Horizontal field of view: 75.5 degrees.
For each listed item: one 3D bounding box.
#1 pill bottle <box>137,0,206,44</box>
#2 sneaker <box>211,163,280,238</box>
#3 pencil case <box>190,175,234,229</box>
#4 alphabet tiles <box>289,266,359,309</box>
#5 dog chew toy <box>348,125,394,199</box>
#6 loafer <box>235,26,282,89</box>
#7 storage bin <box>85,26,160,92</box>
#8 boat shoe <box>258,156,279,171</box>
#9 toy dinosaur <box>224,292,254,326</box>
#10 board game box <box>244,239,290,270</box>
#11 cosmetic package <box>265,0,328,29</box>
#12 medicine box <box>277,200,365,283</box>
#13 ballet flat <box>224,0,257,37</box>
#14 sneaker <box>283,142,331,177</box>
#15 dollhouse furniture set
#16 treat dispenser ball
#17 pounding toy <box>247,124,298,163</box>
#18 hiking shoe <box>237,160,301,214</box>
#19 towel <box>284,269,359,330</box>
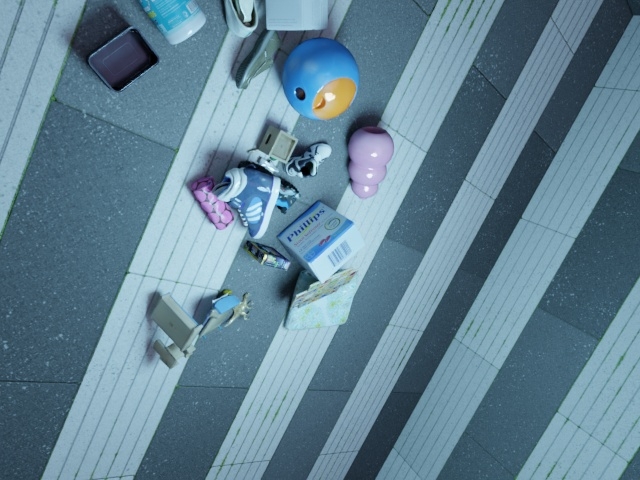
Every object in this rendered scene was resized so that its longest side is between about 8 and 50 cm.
[{"bbox_3d":[-0.474,-0.738,1.224,0.146,0.146,0.264,-44,129,-10],"label":"pill bottle"},{"bbox_3d":[-0.307,-0.147,1.599,0.236,0.130,0.323,10,136,-20],"label":"sneaker"},{"bbox_3d":[-0.411,-0.145,1.606,0.098,0.095,0.209,-45,134,-26],"label":"pencil case"},{"bbox_3d":[0.019,0.224,1.924,0.342,0.011,0.285,-21,159,-25],"label":"alphabet tiles"},{"bbox_3d":[0.217,-0.342,1.888,0.206,0.206,0.332,-14,128,-30],"label":"dog chew toy"},{"bbox_3d":[-0.215,-0.643,1.489,0.087,0.094,0.251,32,92,-37],"label":"loafer"},{"bbox_3d":[-0.603,-0.553,1.265,0.180,0.084,0.122,-42,130,-10],"label":"storage bin"},{"bbox_3d":[-0.208,-0.313,1.701,0.100,0.035,0.035,22,101,-34],"label":"boat shoe"},{"bbox_3d":[-0.367,0.326,1.908,0.092,0.053,0.183,35,82,-26],"label":"toy dinosaur"},{"bbox_3d":[-0.230,0.064,1.783,0.141,0.170,0.048,17,100,-41],"label":"board game box"},{"bbox_3d":[-0.079,-0.808,1.423,0.183,0.151,0.152,-40,137,-51],"label":"cosmetic package"},{"bbox_3d":[0.000,0.000,1.835,0.263,0.289,0.149,-42,132,-11],"label":"medicine box"},{"bbox_3d":[-0.271,-0.867,1.314,0.139,0.139,0.401,-25,124,-23],"label":"ballet flat"},{"bbox_3d":[-0.025,-0.329,1.743,0.234,0.153,0.094,-24,126,-24],"label":"sneaker"},{"bbox_3d":[-0.541,0.328,1.766,0.286,0.198,0.303,-53,167,27],"label":"dollhouse furniture set"},{"bbox_3d":[0.000,-0.597,1.541,0.288,0.288,0.288,-16,121,-29],"label":"treat dispenser ball"},{"bbox_3d":[-0.190,-0.378,1.653,0.130,0.100,0.141,15,106,-54],"label":"pounding toy"},{"bbox_3d":[-0.221,-0.210,1.693,0.304,0.113,0.132,28,106,-34],"label":"hiking shoe"},{"bbox_3d":[0.015,0.305,2.133,0.374,0.090,0.321,3,110,-36],"label":"towel"}]
